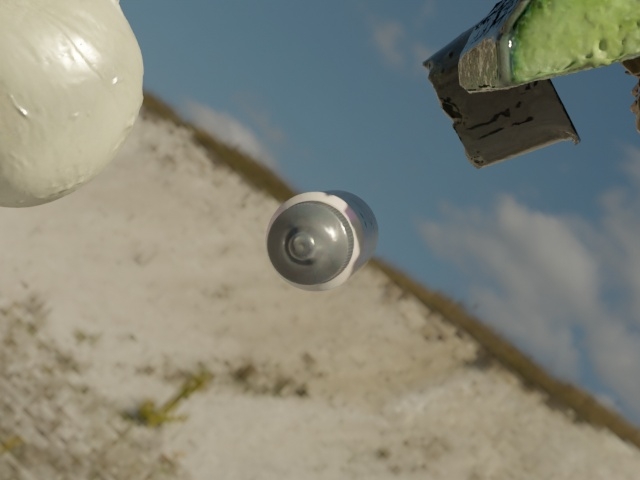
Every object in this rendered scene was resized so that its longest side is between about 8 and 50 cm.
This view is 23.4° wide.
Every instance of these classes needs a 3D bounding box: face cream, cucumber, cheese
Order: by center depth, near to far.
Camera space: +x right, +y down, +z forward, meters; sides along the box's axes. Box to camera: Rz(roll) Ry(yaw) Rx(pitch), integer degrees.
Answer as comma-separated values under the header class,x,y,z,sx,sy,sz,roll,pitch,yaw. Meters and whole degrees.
class,x,y,z,sx,sy,sz,roll,pitch,yaw
cucumber,0.140,-0.122,0.865,0.115,0.116,0.062,179,-100,-83
cheese,-0.221,-0.122,1.126,0.189,0.198,0.154,55,-32,-8
face cream,0.000,0.000,1.410,0.092,0.092,0.311,44,6,2

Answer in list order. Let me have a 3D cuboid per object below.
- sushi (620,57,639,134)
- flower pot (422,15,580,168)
class,x,y,z,sx,sy,sz,roll,pitch,yaw
sushi,0.402,-0.105,1.356,0.417,0.176,0.417,56,-12,18
flower pot,0.167,-0.140,1.468,0.157,0.107,0.157,58,12,-20
